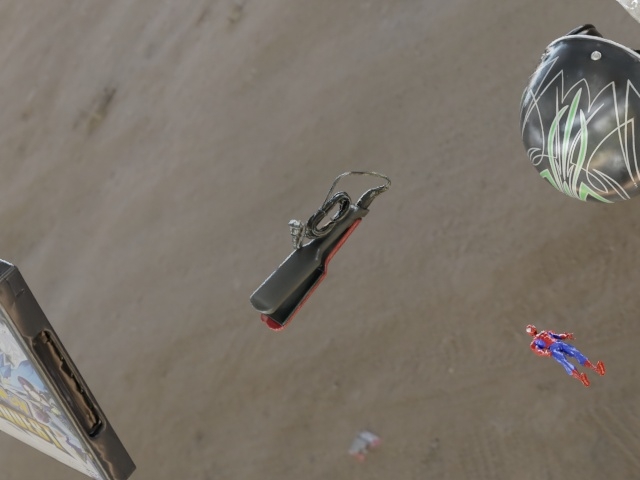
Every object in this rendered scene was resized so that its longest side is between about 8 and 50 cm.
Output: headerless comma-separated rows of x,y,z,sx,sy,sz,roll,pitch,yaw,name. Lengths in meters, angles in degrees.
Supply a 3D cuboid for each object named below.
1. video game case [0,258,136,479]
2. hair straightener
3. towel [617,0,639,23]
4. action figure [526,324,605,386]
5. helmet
-0.305,0.087,1.118,0.274,0.248,0.035,17,52,39,video game case
0.000,0.000,1.518,0.230,0.089,0.047,-46,54,-10,hair straightener
0.298,-0.187,0.966,0.034,0.285,0.209,-36,-17,-10,towel
0.262,0.119,1.395,0.038,0.030,0.115,-37,32,-12,action figure
0.263,-0.117,1.180,0.169,0.169,0.161,-30,4,44,helmet
